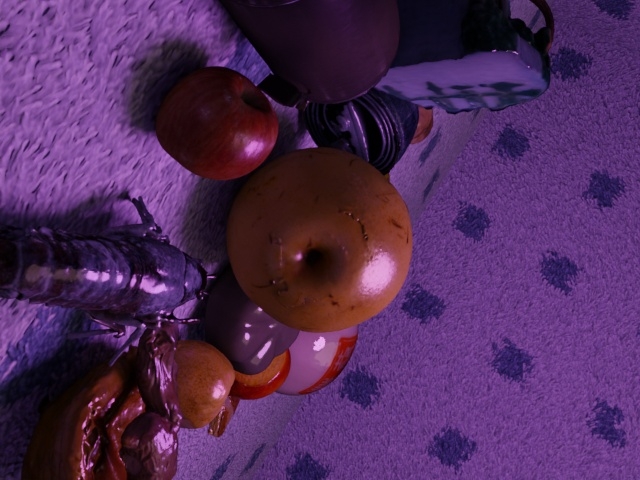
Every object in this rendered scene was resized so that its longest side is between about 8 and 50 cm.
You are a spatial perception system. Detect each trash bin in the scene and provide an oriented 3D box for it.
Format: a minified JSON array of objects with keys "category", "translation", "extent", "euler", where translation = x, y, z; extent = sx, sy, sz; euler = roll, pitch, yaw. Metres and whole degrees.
[{"category":"trash bin","translation":[-0.014,-0.305,0.685],"extent":[0.252,0.203,0.301],"euler":[-52,165,1]}]

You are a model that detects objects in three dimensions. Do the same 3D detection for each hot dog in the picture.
[{"category":"hot dog","translation":[-0.245,0.379,1.509],"extent":[0.261,0.093,0.123],"euler":[-63,166,-54]}]

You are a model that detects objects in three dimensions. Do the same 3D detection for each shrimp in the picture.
[{"category":"shrimp","translation":[-0.255,0.044,0.725],"extent":[0.410,0.165,0.222],"euler":[38,57,-79]}]

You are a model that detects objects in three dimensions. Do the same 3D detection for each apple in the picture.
[{"category":"apple","translation":[-0.133,-0.146,0.753],"extent":[0.131,0.146,0.146],"euler":[-39,172,21]}]

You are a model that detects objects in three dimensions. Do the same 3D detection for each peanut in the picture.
[{"category":"peanut","translation":[0.221,-0.324,1.506],"extent":[0.291,0.143,0.159],"euler":[-23,134,-73]}]

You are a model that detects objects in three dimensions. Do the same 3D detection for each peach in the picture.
[{"category":"peach","translation":[-0.167,0.285,1.400],"extent":[0.190,0.190,0.192],"euler":[-57,161,-3]}]

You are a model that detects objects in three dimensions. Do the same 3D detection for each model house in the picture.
[{"category":"model house","translation":[0.218,-0.389,0.901],"extent":[0.294,0.251,0.330],"euler":[1,87,-52]}]

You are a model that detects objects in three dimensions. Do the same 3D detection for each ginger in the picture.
[{"category":"ginger","translation":[-0.247,0.254,0.855],"extent":[0.122,0.084,0.290],"euler":[11,83,-58]}]

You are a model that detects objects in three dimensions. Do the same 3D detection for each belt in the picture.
[{"category":"belt","translation":[0.073,-0.241,1.078],"extent":[0.116,0.206,0.268],"euler":[-57,156,-27]}]

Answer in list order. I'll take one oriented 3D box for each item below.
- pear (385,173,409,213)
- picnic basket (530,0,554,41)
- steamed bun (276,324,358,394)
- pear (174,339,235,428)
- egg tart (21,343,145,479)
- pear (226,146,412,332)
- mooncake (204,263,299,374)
[{"category":"pear","translation":[0.076,-0.056,1.372],"extent":[0.282,0.286,0.176],"euler":[-58,145,1]},{"category":"picnic basket","translation":[0.347,-0.462,1.297],"extent":[0.293,0.337,0.337],"euler":[-56,165,-7]},{"category":"steamed bun","translation":[-0.023,0.315,1.806],"extent":[0.374,0.241,0.374],"euler":[-54,167,-18]},{"category":"pear","translation":[-0.257,0.273,1.133],"extent":[0.178,0.178,0.178],"euler":[-52,163,-22]},{"category":"egg tart","translation":[-0.347,0.322,0.915],"extent":[0.351,0.152,0.340],"euler":[95,3,-76]},{"category":"pear","translation":[0.000,0.000,1.064],"extent":[0.348,0.348,0.348],"euler":[-52,163,-22]},{"category":"mooncake","translation":[-0.130,0.154,1.264],"extent":[0.275,0.135,0.275],"euler":[-39,140,-42]}]
